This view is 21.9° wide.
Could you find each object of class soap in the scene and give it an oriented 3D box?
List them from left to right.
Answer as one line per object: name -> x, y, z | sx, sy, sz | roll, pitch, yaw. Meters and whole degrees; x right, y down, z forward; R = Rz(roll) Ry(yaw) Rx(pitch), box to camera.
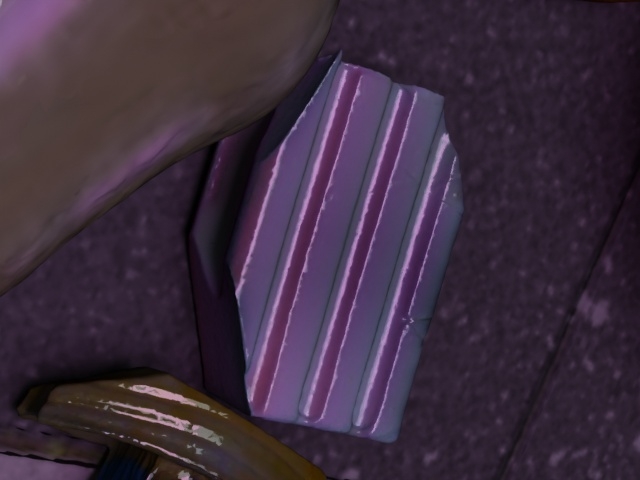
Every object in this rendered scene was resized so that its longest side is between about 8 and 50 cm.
soap -> 0.000, 0.000, 0.670 | 0.100, 0.056, 0.149 | 14, 94, -33

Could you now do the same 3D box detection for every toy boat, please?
toy boat -> -0.043, 0.103, 0.661 | 0.172, 0.065, 0.066 | 35, 75, -25

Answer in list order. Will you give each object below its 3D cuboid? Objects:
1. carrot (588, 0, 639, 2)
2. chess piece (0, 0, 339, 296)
carrot -> 0.116, -0.125, 0.717 | 0.139, 0.048, 0.048 | 3, 99, -31
chess piece -> -0.164, -0.004, 0.439 | 0.234, 0.234, 0.442 | 43, 68, -29
